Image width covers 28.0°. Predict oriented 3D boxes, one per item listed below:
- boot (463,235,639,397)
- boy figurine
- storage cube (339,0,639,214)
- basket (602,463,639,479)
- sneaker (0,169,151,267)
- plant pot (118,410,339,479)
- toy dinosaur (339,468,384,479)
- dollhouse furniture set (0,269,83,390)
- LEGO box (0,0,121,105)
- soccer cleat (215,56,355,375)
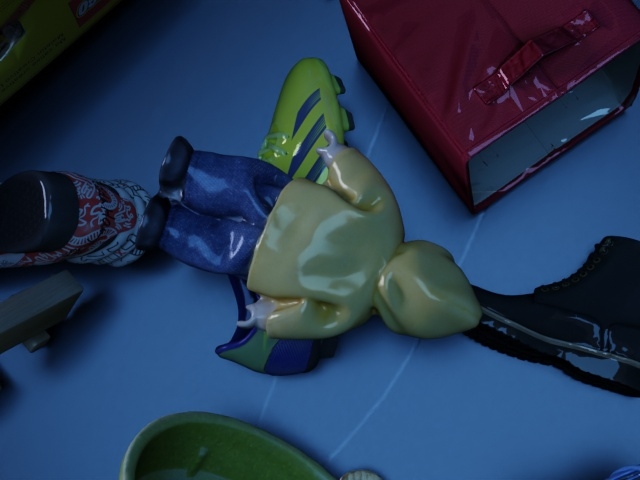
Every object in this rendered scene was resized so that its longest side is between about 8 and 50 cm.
[{"bbox_3d":[0.212,0.042,1.131,0.198,0.077,0.137,22,78,-3],"label":"boot"},{"bbox_3d":[0.000,0.000,1.050,0.285,0.092,0.177,18,86,1],"label":"boy figurine"},{"bbox_3d":[0.146,-0.168,1.091,0.184,0.215,0.193,-35,75,0],"label":"storage cube"},{"bbox_3d":[0.254,0.300,0.971,0.201,0.289,0.254,-33,79,0],"label":"basket"},{"bbox_3d":[-0.270,-0.009,1.162,0.270,0.145,0.090,-7,81,40],"label":"sneaker"},{"bbox_3d":[-0.100,0.323,1.015,0.276,0.276,0.254,40,111,9],"label":"plant pot"},{"bbox_3d":[0.046,0.247,1.117,0.183,0.053,0.092,3,81,5],"label":"toy dinosaur"},{"bbox_3d":[-0.322,0.065,1.124,0.123,0.144,0.151,48,132,10],"label":"dollhouse furniture set"},{"bbox_3d":[-0.446,-0.250,1.124,0.500,0.193,0.372,-43,78,-9],"label":"LEGO box"},{"bbox_3d":[-0.037,-0.025,1.137,0.121,0.093,0.289,5,84,-9],"label":"soccer cleat"}]
